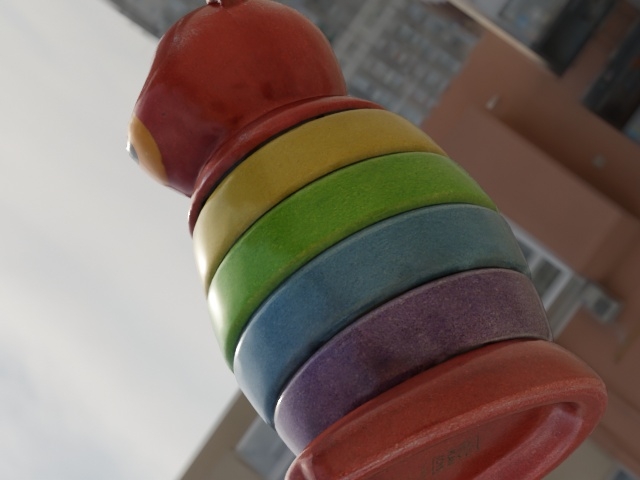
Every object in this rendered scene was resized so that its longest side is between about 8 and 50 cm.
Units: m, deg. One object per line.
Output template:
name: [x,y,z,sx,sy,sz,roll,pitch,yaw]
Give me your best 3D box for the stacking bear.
stacking bear: [0.000,0.000,0.793,0.289,0.164,0.175,59,170,26]
